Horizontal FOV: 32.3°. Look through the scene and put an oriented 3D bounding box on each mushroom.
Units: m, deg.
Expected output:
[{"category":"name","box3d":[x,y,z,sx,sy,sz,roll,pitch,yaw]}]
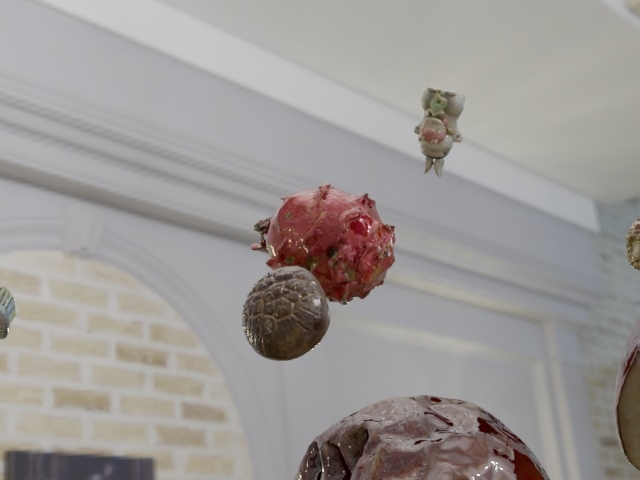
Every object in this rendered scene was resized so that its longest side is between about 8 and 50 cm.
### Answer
[{"category":"mushroom","box3d":[-0.041,0.086,1.332,0.109,0.126,0.085,-23,-49,-21]}]

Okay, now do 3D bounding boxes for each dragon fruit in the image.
[{"category":"dragon fruit","box3d":[0.000,0.000,1.884,0.268,0.210,0.205,9,22,31]}]

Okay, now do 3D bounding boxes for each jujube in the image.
[{"category":"jujube","box3d":[0.100,0.329,0.938,0.276,0.377,0.276,-13,-25,-6]}]

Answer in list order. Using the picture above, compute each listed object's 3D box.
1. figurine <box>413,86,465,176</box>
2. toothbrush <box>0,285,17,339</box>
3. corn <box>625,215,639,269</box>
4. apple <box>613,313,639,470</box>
[{"category":"figurine","box3d":[0.183,-0.180,1.826,0.081,0.146,0.098,21,12,39]},{"category":"toothbrush","box3d":[-0.295,-0.032,0.932,0.028,0.037,0.375,15,-39,7]},{"category":"corn","box3d":[0.611,-0.041,1.873,0.290,0.098,0.098,-32,-5,-30]},{"category":"apple","box3d":[0.471,0.124,1.053,0.329,0.295,0.365,-1,-48,-45]}]
